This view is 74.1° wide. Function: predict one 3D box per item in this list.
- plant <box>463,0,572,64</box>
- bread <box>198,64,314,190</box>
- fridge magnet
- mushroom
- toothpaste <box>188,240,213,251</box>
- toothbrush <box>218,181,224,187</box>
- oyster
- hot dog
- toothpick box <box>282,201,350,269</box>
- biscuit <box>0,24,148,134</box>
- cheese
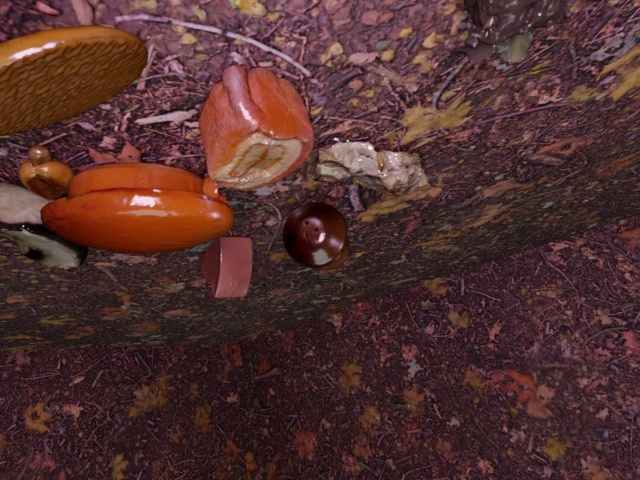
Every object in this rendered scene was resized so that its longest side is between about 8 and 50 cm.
[{"bbox_3d":[0.262,-0.337,0.578,0.142,0.131,0.203,-21,160,17],"label":"plant"},{"bbox_3d":[-0.127,-0.188,0.786,0.190,0.123,0.244,1,158,-35],"label":"bread"},{"bbox_3d":[-0.361,-0.053,0.873,0.363,0.155,0.363,-5,171,-1],"label":"fridge magnet"},{"bbox_3d":[-0.654,-0.035,0.925,0.247,0.130,0.344,2,162,13],"label":"mushroom"},{"bbox_3d":[-0.356,0.003,1.321,0.048,0.029,0.197,5,158,-37],"label":"toothpaste"},{"bbox_3d":[-0.357,-0.132,0.961,0.288,0.021,0.024,-3,154,-22],"label":"toothbrush"},{"bbox_3d":[0.143,-0.158,1.049,0.354,0.107,0.201,0,161,-28],"label":"oyster"},{"bbox_3d":[-0.531,-0.129,0.822,0.089,0.060,0.140,-12,168,-7],"label":"hot dog"},{"bbox_3d":[0.000,0.000,1.295,0.192,0.192,0.294,-14,166,7],"label":"toothpick box"},{"bbox_3d":[-0.354,-0.209,0.558,0.261,0.037,0.262,-26,-168,6],"label":"biscuit"},{"bbox_3d":[-0.313,0.103,1.398,0.128,0.177,0.203,4,155,-36],"label":"cheese"}]
